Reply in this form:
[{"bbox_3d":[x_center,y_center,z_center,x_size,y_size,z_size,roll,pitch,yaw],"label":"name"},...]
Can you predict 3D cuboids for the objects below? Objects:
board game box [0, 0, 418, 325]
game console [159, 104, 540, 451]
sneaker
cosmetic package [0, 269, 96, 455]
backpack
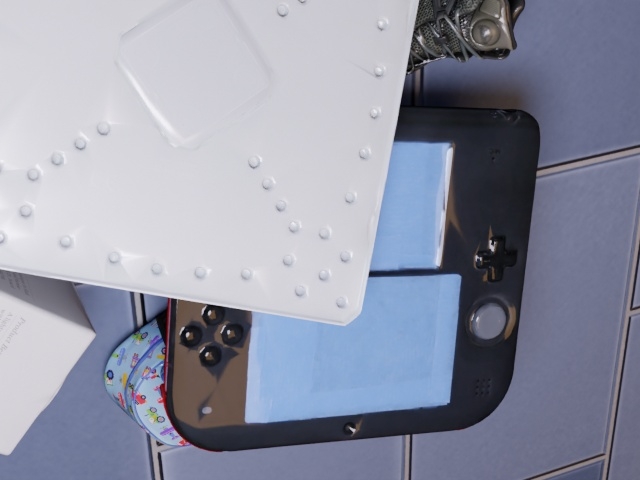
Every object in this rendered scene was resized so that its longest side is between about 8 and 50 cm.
[{"bbox_3d":[-0.114,-0.147,1.002,0.390,0.050,0.390,11,88,-24],"label":"board game box"},{"bbox_3d":[0.035,0.035,1.153,0.386,0.060,0.342,-1,108,-24],"label":"game console"},{"bbox_3d":[0.110,-0.208,1.167,0.227,0.130,0.087,-34,125,-3],"label":"sneaker"},{"bbox_3d":[-0.339,0.076,1.085,0.183,0.151,0.151,31,101,-36],"label":"cosmetic package"},{"bbox_3d":[-0.137,0.149,1.254,0.173,0.117,0.158,-37,126,0],"label":"backpack"}]
